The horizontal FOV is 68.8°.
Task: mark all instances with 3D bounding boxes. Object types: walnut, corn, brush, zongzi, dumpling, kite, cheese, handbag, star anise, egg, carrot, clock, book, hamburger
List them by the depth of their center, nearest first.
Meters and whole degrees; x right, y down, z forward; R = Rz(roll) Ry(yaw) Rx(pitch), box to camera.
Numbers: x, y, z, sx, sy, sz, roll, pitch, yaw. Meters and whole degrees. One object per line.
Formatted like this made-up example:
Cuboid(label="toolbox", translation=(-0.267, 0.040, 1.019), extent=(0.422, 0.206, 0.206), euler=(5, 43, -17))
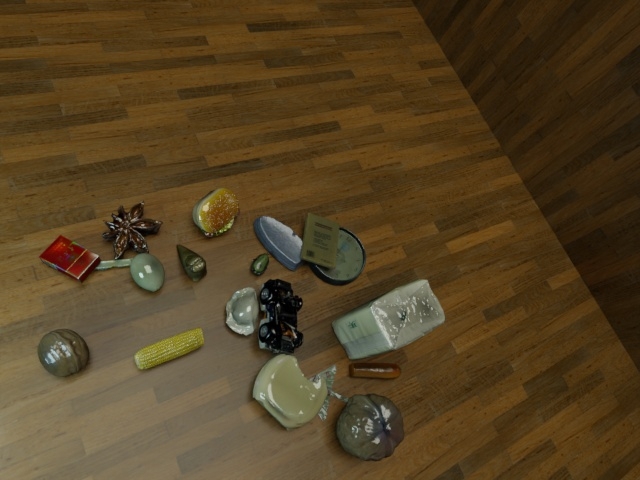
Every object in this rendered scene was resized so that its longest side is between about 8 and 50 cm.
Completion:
Cuboid(label="walnut", translation=(-0.849, 0.370, 1.544), extent=(0.140, 0.140, 0.162), euler=(-30, 95, -30))
Cuboid(label="corn", translation=(-0.540, 0.389, 1.684), extent=(0.248, 0.081, 0.081), euler=(-18, 74, -28))
Cuboid(label="walnut", translation=(0.181, 0.692, 1.741), extent=(0.248, 0.248, 0.248), euler=(9, 63, -18))
Cuboid(label="cheese", translation=(-0.115, 0.561, 1.743), extent=(0.266, 0.127, 0.233), euler=(46, 58, 2))
Cuboid(label="egg", translation=(-0.646, 0.119, 1.751), extent=(0.114, 0.114, 0.152), euler=(-27, 87, -29))
Cuboid(label="brush", translation=(-0.786, 0.093, 1.759), extent=(0.178, 0.030, 0.033), euler=(-6, 49, -27))
Cuboid(label="zongzi", translation=(-0.507, 0.061, 1.807), extent=(0.078, 0.160, 0.176), euler=(-31, 81, -26))
Cuboid(label="star anise", translation=(-0.727, -0.035, 1.809), extent=(0.220, 0.099, 0.214), euler=(-28, 92, -34))
Cuboid(label="dumpling", translation=(-0.304, 0.274, 1.825), extent=(0.127, 0.108, 0.188), euler=(2, 78, 8))
Cuboid(label="kite", translation=(0.041, 0.603, 1.853), extent=(0.250, 0.012, 0.229), euler=(24, 61, -11))
Cuboid(label="carrot", translation=(0.231, 0.536, 1.926), extent=(0.225, 0.067, 0.067), euler=(7, 64, -16))
Cuboid(label="hamburger", translation=(-0.425, -0.118, 1.929), extent=(0.116, 0.173, 0.210), euler=(21, 50, 34))
Cuboid(label="handbag", translation=(-0.251, 0.095, 1.956), extent=(0.072, 0.047, 0.111), euler=(33, 61, -5))
Cuboid(label="book", translation=(0.000, 0.000, 2.030), extent=(0.161, 0.026, 0.231), euler=(19, 57, -19))
Cuboid(label="clock", translation=(0.074, 0.063, 2.094), extent=(0.281, 0.055, 0.280), euler=(8, 64, -17))

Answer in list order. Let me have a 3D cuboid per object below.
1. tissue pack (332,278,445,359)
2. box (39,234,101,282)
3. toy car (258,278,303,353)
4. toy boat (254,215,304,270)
Cuboid(label="tissue pack", translation=(0.264, 0.322, 1.858), extent=(0.297, 0.380, 0.207), euler=(-20, 79, -29))
Cuboid(label="box", translation=(-0.904, 0.067, 1.691), extent=(0.175, 0.048, 0.112), euler=(26, 58, 7))
Cuboid(label="toy car", translation=(-0.161, 0.298, 1.848), extent=(0.193, 0.118, 0.301), euler=(23, 51, -42))
Cuboid(label="toy boat", translation=(-0.175, 0.001, 2.014), extent=(0.283, 0.078, 0.127), euler=(45, 62, 2))
